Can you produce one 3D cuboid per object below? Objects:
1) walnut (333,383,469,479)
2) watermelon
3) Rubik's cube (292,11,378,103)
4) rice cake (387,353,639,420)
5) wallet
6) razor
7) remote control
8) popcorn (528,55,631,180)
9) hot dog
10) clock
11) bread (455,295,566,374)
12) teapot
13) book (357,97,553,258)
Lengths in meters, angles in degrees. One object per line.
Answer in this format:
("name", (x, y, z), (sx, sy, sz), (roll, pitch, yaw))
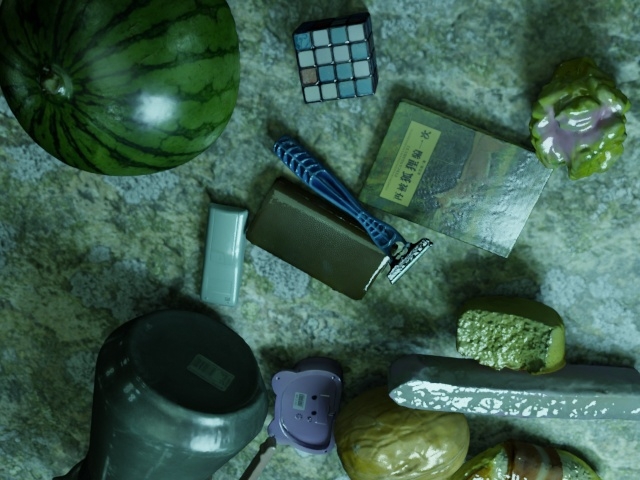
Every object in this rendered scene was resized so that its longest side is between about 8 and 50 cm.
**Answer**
("walnut", (0.119, 0.288, 1.207), (0.197, 0.165, 0.165), (-24, 107, 7))
("watermelon", (-0.269, -0.225, 1.036), (0.331, 0.189, 0.330), (2, 117, 3))
("Rubik's cube", (0.022, -0.232, 1.039), (0.092, 0.092, 0.092), (-7, 111, 9))
("rice cake", (0.289, 0.207, 1.163), (0.399, 0.070, 0.064), (5, 122, -9))
("wallet", (0.000, 0.000, 1.171), (0.198, 0.031, 0.110), (29, 113, -6))
("razor", (0.034, -0.052, 1.126), (0.253, 0.042, 0.082), (41, 101, -2))
("remote control", (-0.143, 0.024, 1.199), (0.061, 0.029, 0.162), (10, 113, 5))
("popcorn", (0.323, -0.148, 1.023), (0.126, 0.126, 0.145), (-12, 139, 26))
("hot dog", (0.305, 0.365, 1.252), (0.262, 0.093, 0.123), (15, 105, -16))
("clock", (-0.022, 0.251, 1.266), (0.110, 0.050, 0.152), (8, 112, 4))
("bread", (0.271, 0.128, 1.141), (0.156, 0.125, 0.086), (9, 108, 32))
("teapot", (-0.223, 0.299, 1.222), (0.300, 0.253, 0.344), (21, 121, -17))
("book", (0.184, -0.083, 1.119), (0.228, 0.024, 0.160), (21, 115, -3))
